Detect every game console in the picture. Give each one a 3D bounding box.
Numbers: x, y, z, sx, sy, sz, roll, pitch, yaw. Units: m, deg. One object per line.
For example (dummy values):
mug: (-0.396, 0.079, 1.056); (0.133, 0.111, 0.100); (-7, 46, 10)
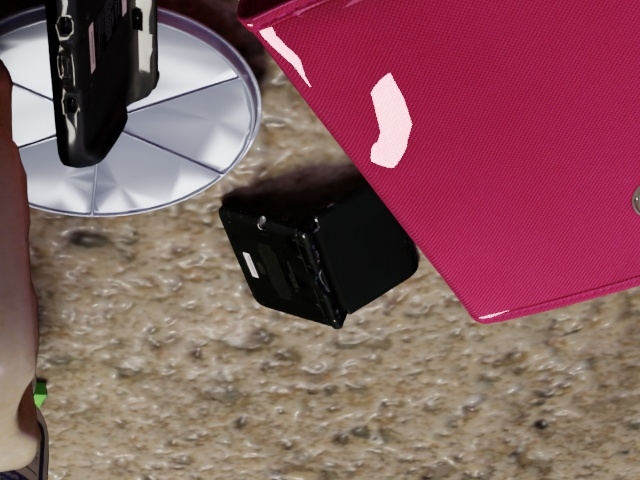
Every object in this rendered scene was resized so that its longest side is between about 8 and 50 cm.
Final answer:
game console: (0.000, 0.000, 1.193); (0.107, 0.071, 0.122); (15, 149, 25)
game console: (-0.116, -0.164, 0.808); (0.044, 0.213, 0.361); (23, 145, 13)

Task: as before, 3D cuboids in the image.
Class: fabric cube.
fabric cube: (0.126, -0.156, 0.797); (0.254, 0.259, 0.258); (-18, 141, 19)

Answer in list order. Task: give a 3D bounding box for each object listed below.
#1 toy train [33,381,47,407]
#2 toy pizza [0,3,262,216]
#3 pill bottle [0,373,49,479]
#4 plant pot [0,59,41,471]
toy train: (-0.239, 0.138, 1.346); (0.023, 0.017, 0.083); (4, 143, -29)
toy pizza: (-0.137, -0.085, 1.050); (0.201, 0.032, 0.201); (-4, 144, -3)
pill bottle: (-0.270, 0.185, 1.201); (0.153, 0.265, 0.153); (-2, 142, -2)
plant pot: (-0.306, 0.023, 0.870); (0.305, 0.334, 0.334); (-4, 144, -14)
